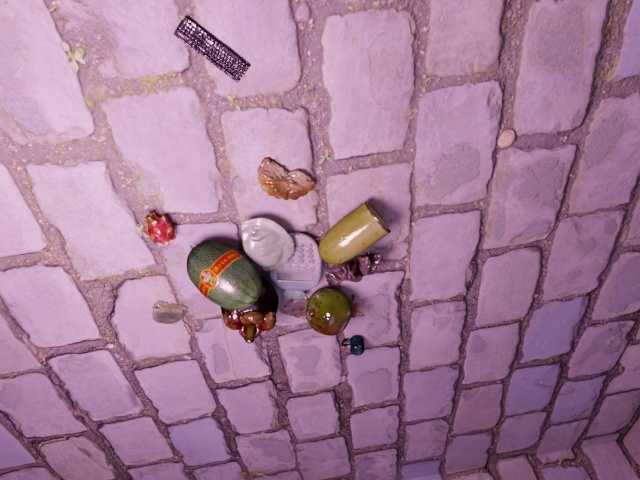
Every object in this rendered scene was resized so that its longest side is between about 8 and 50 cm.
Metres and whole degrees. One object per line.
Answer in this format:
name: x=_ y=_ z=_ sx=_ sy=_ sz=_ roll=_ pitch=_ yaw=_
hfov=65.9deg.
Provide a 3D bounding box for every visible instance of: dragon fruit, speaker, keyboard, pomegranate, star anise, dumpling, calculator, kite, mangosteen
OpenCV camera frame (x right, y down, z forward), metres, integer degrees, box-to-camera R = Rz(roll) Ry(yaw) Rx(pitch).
dragon fruit: x=-0.498 y=-0.039 z=1.529 sx=0.086 sy=0.081 sz=0.116 roll=-6 pitch=132 yaw=8
speaker: x=0.136 y=0.428 z=2.042 sx=0.094 sy=0.075 sz=0.060 roll=23 pitch=122 yaw=-16
keyboard: x=-0.271 y=-0.478 z=1.244 sx=0.195 sy=0.018 sz=0.060 roll=31 pitch=116 yaw=-31
pomegranate: x=0.058 y=0.260 z=1.832 sx=0.224 sy=0.182 sz=0.182 roll=3 pitch=131 yaw=-32
star anise: x=0.118 y=0.100 z=1.709 sx=0.208 sy=0.089 sz=0.231 roll=-13 pitch=169 yaw=-9
dumpling: x=-0.181 y=0.005 z=1.616 sx=0.152 sy=0.108 sz=0.219 roll=-35 pitch=130 yaw=-15
calculator: x=-0.087 y=0.094 z=1.731 sx=0.183 sy=0.042 sz=0.296 roll=3 pitch=127 yaw=-3
kite: x=-0.040 y=0.282 z=1.926 sx=0.229 sy=0.016 sz=0.127 roll=30 pitch=122 yaw=-30
mangosteen: x=-0.243 y=0.243 z=1.703 sx=0.211 sy=0.250 sz=0.212 roll=-5 pitch=137 yaw=-5

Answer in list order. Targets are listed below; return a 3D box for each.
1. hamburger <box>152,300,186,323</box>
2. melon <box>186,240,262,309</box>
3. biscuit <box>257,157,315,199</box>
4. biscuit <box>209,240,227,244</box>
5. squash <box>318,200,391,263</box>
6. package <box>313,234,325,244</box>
hamburger: x=-0.554 y=0.270 z=1.797 sx=0.121 sy=0.054 sz=0.084 roll=9 pitch=126 yaw=-27
melon: x=-0.314 y=0.104 z=1.571 sx=0.287 sy=0.182 sz=0.182 roll=34 pitch=127 yaw=15
biscuit: x=-0.111 y=-0.169 z=1.505 sx=0.182 sy=0.061 sz=0.118 roll=15 pitch=127 yaw=-23
biscuit: x=-0.356 y=0.032 z=1.656 sx=0.091 sy=0.015 sz=0.078 roll=-2 pitch=131 yaw=-8
squash: x=0.096 y=-0.007 z=1.625 sx=0.247 sy=0.133 sz=0.132 roll=-39 pitch=126 yaw=16
package: x=0.000 y=0.000 z=1.696 sx=0.110 sy=0.015 sz=0.037 roll=-19 pitch=125 yaw=3
